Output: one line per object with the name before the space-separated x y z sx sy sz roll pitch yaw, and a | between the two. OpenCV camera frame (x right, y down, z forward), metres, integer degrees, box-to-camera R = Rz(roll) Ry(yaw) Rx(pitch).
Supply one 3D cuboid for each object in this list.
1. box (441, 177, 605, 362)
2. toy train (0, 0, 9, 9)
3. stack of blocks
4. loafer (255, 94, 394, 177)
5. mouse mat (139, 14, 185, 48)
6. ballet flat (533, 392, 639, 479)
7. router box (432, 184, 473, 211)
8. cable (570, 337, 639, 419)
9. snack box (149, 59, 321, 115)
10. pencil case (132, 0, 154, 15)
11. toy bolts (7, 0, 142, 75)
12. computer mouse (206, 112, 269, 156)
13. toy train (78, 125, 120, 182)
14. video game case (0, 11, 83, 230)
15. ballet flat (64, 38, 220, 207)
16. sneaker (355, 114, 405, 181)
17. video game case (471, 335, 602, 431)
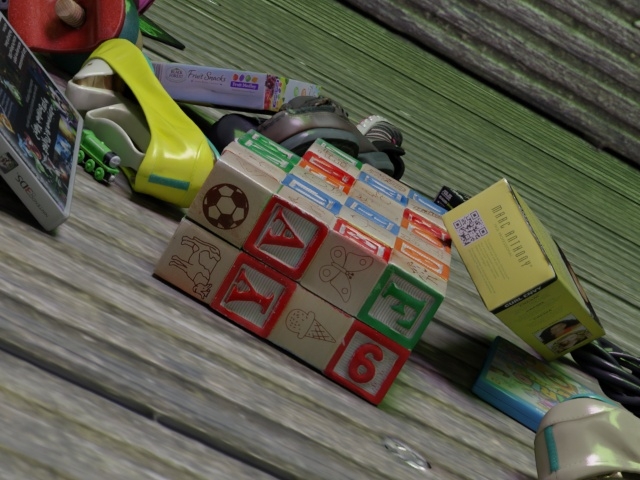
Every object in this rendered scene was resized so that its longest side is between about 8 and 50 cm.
box | 0.160 0.029 1.317 0.087 0.058 0.232 64 11 19
toy train | -0.306 -0.259 1.581 0.105 0.080 0.184 33 11 -14
stack of blocks | 0.000 0.000 1.226 0.171 0.087 0.297 31 12 0
loafer | -0.012 -0.085 1.493 0.084 0.096 0.267 61 12 12
mouse mat | -0.252 -0.276 1.940 0.152 0.007 0.189 16 20 -50
ballet flat | 0.246 0.186 1.119 0.248 0.086 0.086 26 13 -13
router box | 0.179 -0.005 1.785 0.092 0.038 0.122 23 14 -34
cable | 0.262 0.121 1.458 0.184 0.047 0.150 35 13 10
snack box | -0.085 -0.139 1.581 0.141 0.037 0.100 10 4 28
pencil case | -0.268 -0.303 1.812 0.209 0.098 0.095 28 50 -6
toy bolts | -0.175 -0.255 1.515 0.218 0.228 0.158 1 -7 10
computer mouse | -0.059 -0.101 1.609 0.071 0.041 0.242 30 11 0
toy train | -0.173 -0.070 1.252 0.083 0.024 0.017 38 14 34
video game case | -0.216 -0.109 1.110 0.173 0.022 0.190 54 9 -21
ballet flat | -0.153 -0.097 1.311 0.077 0.077 0.231 2 29 -32
sneaker | 0.057 -0.083 1.764 0.075 0.063 0.170 33 17 14
video game case | 0.178 0.124 1.320 0.119 0.015 0.166 32 12 5
